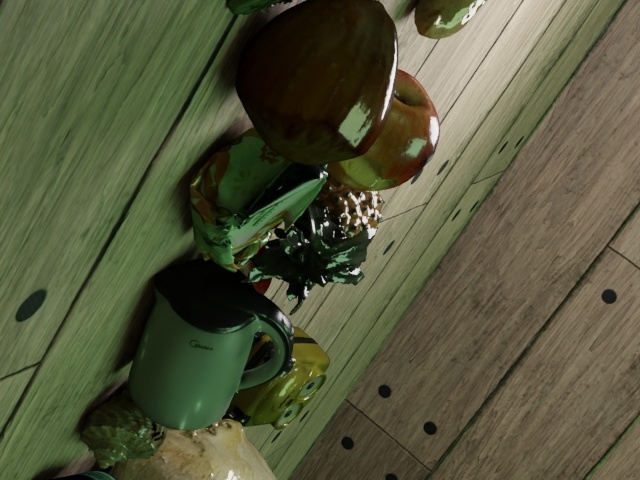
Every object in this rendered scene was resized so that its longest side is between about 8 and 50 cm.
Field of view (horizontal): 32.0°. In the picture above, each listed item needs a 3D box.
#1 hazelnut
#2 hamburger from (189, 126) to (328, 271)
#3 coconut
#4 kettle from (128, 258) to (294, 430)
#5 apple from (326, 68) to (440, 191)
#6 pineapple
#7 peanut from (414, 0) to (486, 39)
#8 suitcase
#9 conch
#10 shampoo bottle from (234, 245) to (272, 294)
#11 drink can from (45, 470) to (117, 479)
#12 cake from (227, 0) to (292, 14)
[{"bbox_3d":[0.009,-0.186,1.325,0.210,0.186,0.210,-9,162,-3],"label":"hazelnut"},{"bbox_3d":[-0.076,-0.070,1.495,0.235,0.125,0.214,-45,175,-12],"label":"hamburger"},{"bbox_3d":[-0.235,0.485,1.980,0.346,0.346,0.360,75,35,-74],"label":"coconut"},{"bbox_3d":[-0.153,0.151,1.630,0.161,0.221,0.236,-80,-170,-49],"label":"kettle"},{"bbox_3d":[0.078,-0.162,1.672,0.199,0.199,0.199,-48,166,-16],"label":"apple"},{"bbox_3d":[0.002,0.003,1.702,0.165,0.165,0.364,-59,-178,27],"label":"pineapple"},{"bbox_3d":[0.227,-0.393,1.723,0.214,0.099,0.099,-51,167,-10],"label":"peanut"},{"bbox_3d":[-0.098,0.274,2.212,0.194,0.143,0.235,-54,154,14],"label":"suitcase"},{"bbox_3d":[-0.304,0.277,1.753,0.155,0.130,0.207,-22,-147,36],"label":"conch"},{"bbox_3d":[-0.125,0.032,1.719,0.102,0.064,0.260,-48,166,-13],"label":"shampoo bottle"},{"bbox_3d":[-0.390,0.428,1.759,0.118,0.118,0.205,-52,165,2],"label":"drink can"},{"bbox_3d":[0.009,-0.364,1.166,0.283,0.172,0.158,-21,180,37],"label":"cake"}]
